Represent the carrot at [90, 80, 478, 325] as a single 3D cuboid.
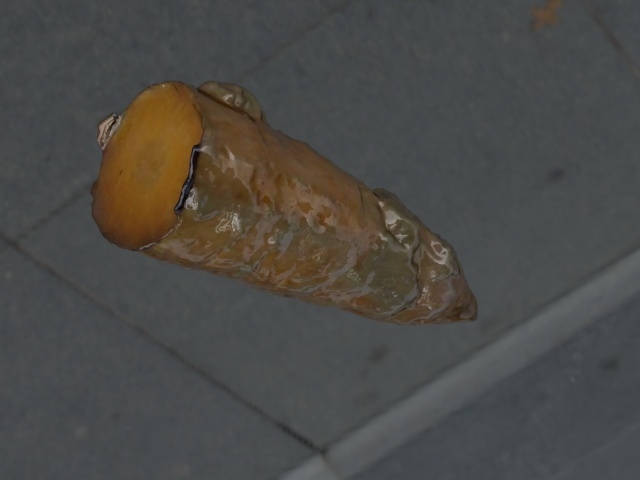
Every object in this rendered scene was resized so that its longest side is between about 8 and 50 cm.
[{"bbox_3d":[0.000,0.000,0.873,0.263,0.102,0.102,24,121,-37],"label":"carrot"}]
